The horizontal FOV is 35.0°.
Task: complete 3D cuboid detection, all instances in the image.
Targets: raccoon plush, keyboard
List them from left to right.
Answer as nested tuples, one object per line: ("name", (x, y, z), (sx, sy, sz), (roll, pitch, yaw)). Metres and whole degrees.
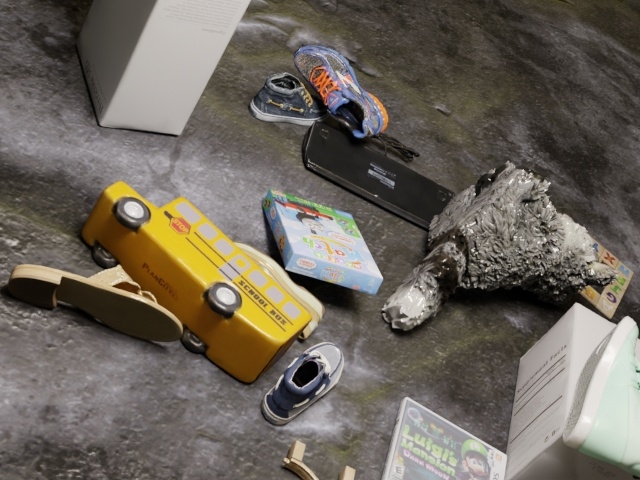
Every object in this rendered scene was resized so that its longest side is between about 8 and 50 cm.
("keyboard", (0.115, -0.138, 1.929), (0.317, 0.033, 0.202), (27, 46, -13))
("raccoon plush", (0.317, 0.081, 1.805), (0.446, 0.216, 0.299), (-45, 102, -19))

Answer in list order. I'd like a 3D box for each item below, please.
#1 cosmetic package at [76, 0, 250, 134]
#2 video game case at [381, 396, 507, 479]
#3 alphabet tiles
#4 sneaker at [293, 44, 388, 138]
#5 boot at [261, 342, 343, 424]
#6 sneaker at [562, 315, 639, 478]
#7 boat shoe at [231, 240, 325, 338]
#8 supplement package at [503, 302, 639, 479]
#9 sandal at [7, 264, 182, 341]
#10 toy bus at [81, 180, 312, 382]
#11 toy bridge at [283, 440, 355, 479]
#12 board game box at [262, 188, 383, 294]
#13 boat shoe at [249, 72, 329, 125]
("cosmetic package", (-0.245, -0.378, 1.620), (0.156, 0.385, 0.217), (5, 46, -35))
("video game case", (0.187, 0.342, 1.506), (0.190, 0.022, 0.173), (31, 39, -7))
("alphabet tiles", (0.527, 0.035, 2.079), (0.237, 0.009, 0.198), (41, 39, 5))
("sneaker", (0.034, -0.276, 1.887), (0.221, 0.083, 0.087), (43, 33, -2))
("boot", (-0.007, 0.189, 1.464), (0.069, 0.086, 0.190), (41, 39, 5))
("sneaker", (0.453, 0.233, 1.472), (0.151, 0.094, 0.256), (30, 49, 5))
("boat shoe", (-0.082, 0.078, 1.541), (0.190, 0.068, 0.072), (36, 50, -1))
("supplement package", (0.421, 0.281, 1.618), (0.177, 0.175, 0.293), (30, 40, -5))
("sandal", (-0.294, 0.061, 1.377), (0.240, 0.088, 0.079), (18, 48, -15))
("toy bus", (-0.180, 0.050, 1.456), (0.332, 0.108, 0.130), (42, 39, 7))
("toy bridge", (0.032, 0.340, 1.389), (0.188, 0.026, 0.063), (28, 41, -11))
("board game box", (0.000, 0.000, 1.651), (0.160, 0.039, 0.211), (17, 26, -23))
("boat shoe", (-0.040, -0.264, 1.896), (0.183, 0.083, 0.065), (-6, 55, -41))
